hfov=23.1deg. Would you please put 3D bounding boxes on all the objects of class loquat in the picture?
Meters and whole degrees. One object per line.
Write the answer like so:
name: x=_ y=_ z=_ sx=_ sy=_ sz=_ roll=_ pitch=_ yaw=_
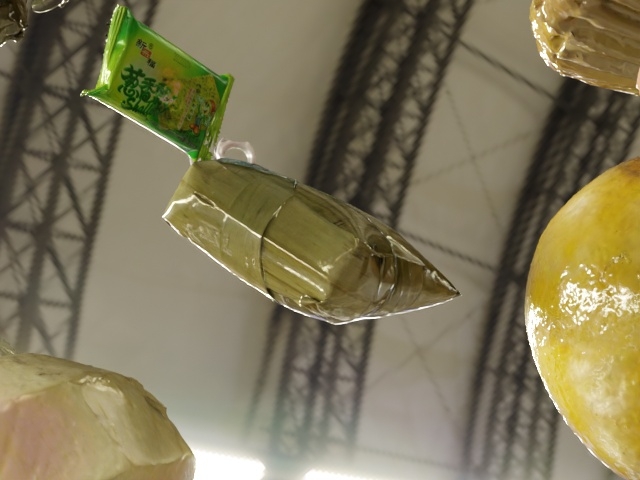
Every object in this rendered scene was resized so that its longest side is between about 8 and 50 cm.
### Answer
loquat: x=0.351 y=0.062 z=1.371 sx=0.328 sy=0.328 sz=0.359 roll=-35 pitch=-11 yaw=-11

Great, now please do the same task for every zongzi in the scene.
zongzi: x=0.000 y=0.000 z=1.533 sx=0.256 sy=0.228 sz=0.115 roll=4 pitch=-68 yaw=-58

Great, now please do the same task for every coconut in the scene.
coconut: x=-0.232 y=0.228 z=1.338 sx=0.259 sy=0.259 sz=0.259 roll=-25 pitch=-41 yaw=-23

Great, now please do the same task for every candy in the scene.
candy: x=-0.156 y=-0.153 z=1.569 sx=0.178 sy=0.032 sz=0.102 roll=31 pitch=-101 yaw=-47

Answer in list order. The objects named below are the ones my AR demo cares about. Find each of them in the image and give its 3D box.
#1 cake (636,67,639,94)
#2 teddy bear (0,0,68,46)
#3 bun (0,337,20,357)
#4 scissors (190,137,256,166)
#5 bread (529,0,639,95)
cake: x=0.192 y=0.003 z=0.641 sx=0.109 sy=0.225 sz=0.090 roll=21 pitch=-27 yaw=-36
teddy bear: x=-0.154 y=-0.262 z=1.151 sx=0.267 sy=0.256 sz=0.156 roll=-54 pitch=-48 yaw=-45
bun: x=-0.363 y=0.250 z=1.656 sx=0.281 sy=0.205 sz=0.281 roll=20 pitch=-90 yaw=-87
scissors: x=-0.091 y=-0.056 z=1.999 sx=0.100 sy=0.189 sz=0.015 roll=-32 pitch=-26 yaw=-21
bread: x=0.295 y=-0.219 z=1.252 sx=0.274 sy=0.149 sz=0.274 roll=-39 pitch=-16 yaw=-14
